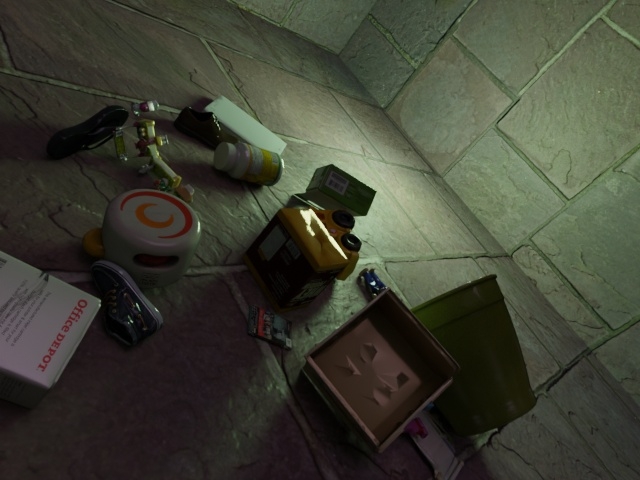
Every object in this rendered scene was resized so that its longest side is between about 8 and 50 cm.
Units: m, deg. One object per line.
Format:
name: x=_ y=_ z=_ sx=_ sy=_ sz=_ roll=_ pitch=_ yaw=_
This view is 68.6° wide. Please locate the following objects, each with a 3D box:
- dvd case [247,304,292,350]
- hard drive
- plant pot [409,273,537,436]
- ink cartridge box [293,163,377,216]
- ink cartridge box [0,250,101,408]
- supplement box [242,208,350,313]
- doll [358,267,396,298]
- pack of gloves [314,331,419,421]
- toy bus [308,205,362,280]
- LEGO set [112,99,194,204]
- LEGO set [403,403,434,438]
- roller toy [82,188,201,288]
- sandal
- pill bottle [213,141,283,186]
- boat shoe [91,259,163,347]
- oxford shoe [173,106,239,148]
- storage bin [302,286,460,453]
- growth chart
dvd case: x=-0.121 y=0.211 z=1.136 sx=0.119 sy=0.013 sz=0.087 roll=26 pitch=33 yaw=-24
hard drive: x=-0.278 y=-0.410 z=1.749 sx=0.307 sy=0.040 sz=0.203 roll=36 pitch=30 yaw=-12
plant pot: x=0.405 y=0.332 z=1.313 sx=0.366 sy=0.366 sz=0.353 roll=-2 pitch=63 yaw=-51
ink cartridge box: x=0.040 y=-0.161 z=1.598 sx=0.189 sy=0.097 sz=0.255 roll=28 pitch=-9 yaw=-22
ink cartridge box: x=-0.489 y=0.120 z=0.704 sx=0.237 sy=0.100 sz=0.172 roll=33 pitch=38 yaw=-21
supplement box: x=-0.068 y=0.051 z=1.226 sx=0.129 sy=0.194 sz=0.191 roll=-4 pitch=53 yaw=-52
doll: x=0.203 y=0.174 z=1.538 sx=0.129 sy=0.046 sz=0.189 roll=5 pitch=45 yaw=-46
pack of gloves: x=0.121 y=0.311 z=1.154 sx=0.195 sy=0.046 sz=0.232 roll=-19 pitch=59 yaw=-17
toy bus: x=0.000 y=0.000 z=1.447 sx=0.211 sy=0.149 sz=0.220 roll=9 pitch=44 yaw=-25
LEGO set: x=-0.443 y=-0.208 z=1.212 sx=0.107 sy=0.132 sz=0.287 roll=-36 pitch=113 yaw=-50
LEGO set: x=0.201 y=0.379 z=1.197 sx=0.093 sy=0.087 sz=0.227 roll=12 pitch=32 yaw=-35
roller toy: x=-0.363 y=0.000 z=0.993 sx=0.191 sy=0.146 sz=0.209 roll=35 pitch=34 yaw=6
sandal: x=-0.562 y=-0.259 z=1.163 sx=0.054 sy=0.097 sz=0.254 roll=37 pitch=40 yaw=-5
pill bottle: x=-0.231 y=-0.248 z=1.509 sx=0.208 sy=0.117 sz=0.117 roll=9 pitch=43 yaw=-45
boat shoe: x=-0.387 y=0.117 z=0.890 sx=0.183 sy=0.065 sz=0.083 roll=45 pitch=28 yaw=3
oxford shoe: x=-0.355 y=-0.366 z=1.543 sx=0.227 sy=0.096 sz=0.083 roll=21 pitch=34 yaw=-36
storage bin: x=0.137 y=0.298 z=1.080 sx=0.262 sy=0.123 sz=0.260 roll=-35 pitch=74 yaw=-22
growth chart: x=0.282 y=0.508 z=1.215 sx=0.172 sy=0.021 sz=0.237 roll=-4 pitch=52 yaw=-52
